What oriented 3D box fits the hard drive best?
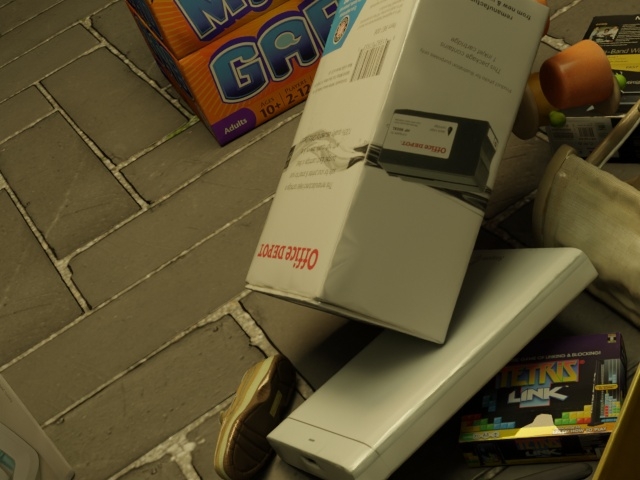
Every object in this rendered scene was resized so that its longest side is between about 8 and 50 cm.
[{"bbox_3d":[0.119,0.133,1.258,0.353,0.047,0.233,-40,14,-19],"label":"hard drive"}]

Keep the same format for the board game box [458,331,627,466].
[{"bbox_3d":[0.242,0.171,1.210,0.170,0.048,0.141,-8,40,21],"label":"board game box"}]

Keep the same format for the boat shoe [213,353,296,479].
[{"bbox_3d":[-0.089,0.216,1.339,0.072,0.068,0.190,-16,26,31],"label":"boat shoe"}]

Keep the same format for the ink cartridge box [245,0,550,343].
[{"bbox_3d":[0.078,-0.098,1.314,0.285,0.166,0.394,5,75,71],"label":"ink cartridge box"}]

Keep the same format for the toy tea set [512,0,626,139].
[{"bbox_3d":[0.268,-0.250,1.401,0.124,0.200,0.336,-20,53,-15],"label":"toy tea set"}]

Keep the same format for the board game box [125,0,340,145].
[{"bbox_3d":[-0.143,-0.453,1.940,0.356,0.356,0.356,-30,36,-8],"label":"board game box"}]

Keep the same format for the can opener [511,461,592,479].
[{"bbox_3d":[0.184,0.262,1.120,0.186,0.059,0.073,-21,36,5],"label":"can opener"}]

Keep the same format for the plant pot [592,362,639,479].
[{"bbox_3d":[0.379,0.205,0.942,0.212,0.187,0.212,16,77,42],"label":"plant pot"}]

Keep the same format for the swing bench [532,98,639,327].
[{"bbox_3d":[0.406,-0.035,1.275,0.255,0.165,0.253,-34,38,-12],"label":"swing bench"}]

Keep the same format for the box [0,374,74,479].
[{"bbox_3d":[-0.439,0.277,1.287,0.127,0.262,0.231,-3,41,27],"label":"box"}]

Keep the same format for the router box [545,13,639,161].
[{"bbox_3d":[0.486,-0.210,1.513,0.309,0.081,0.243,4,46,33],"label":"router box"}]
